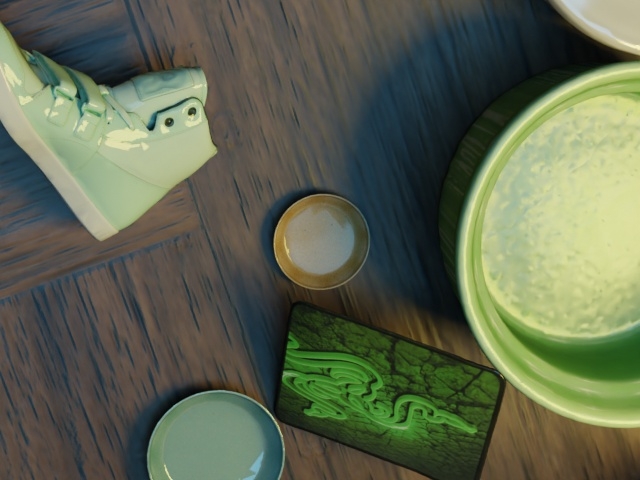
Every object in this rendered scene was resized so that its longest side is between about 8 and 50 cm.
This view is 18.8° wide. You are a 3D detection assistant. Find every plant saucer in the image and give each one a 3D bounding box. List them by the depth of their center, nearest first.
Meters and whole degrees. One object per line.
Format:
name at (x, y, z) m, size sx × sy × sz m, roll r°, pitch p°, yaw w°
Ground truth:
plant saucer at (0.000, 0.000, 1.644) m, size 0.083 × 0.015 × 0.083 m, roll -2°, pitch 102°, yaw -10°
plant saucer at (-0.091, 0.184, 1.663) m, size 0.119 × 0.021 × 0.119 m, roll -2°, pitch 102°, yaw -9°

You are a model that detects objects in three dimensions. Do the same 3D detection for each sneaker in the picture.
sneaker at (-0.177, -0.123, 1.512) m, size 0.151 × 0.094 × 0.256 m, roll -34°, pitch 138°, yaw 0°

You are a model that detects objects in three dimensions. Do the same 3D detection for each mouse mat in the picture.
mouse mat at (0.054, 0.131, 1.611) m, size 0.190 × 0.007 × 0.152 m, roll 20°, pitch 134°, yaw 11°

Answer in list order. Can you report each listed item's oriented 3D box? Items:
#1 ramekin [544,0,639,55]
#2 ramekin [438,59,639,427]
ramekin at (0.266, -0.285, 1.564) m, size 0.273 × 0.127 × 0.273 m, roll -1°, pitch 96°, yaw -11°
ramekin at (0.244, -0.008, 1.618) m, size 0.303 × 0.148 × 0.303 m, roll -2°, pitch 102°, yaw -10°
